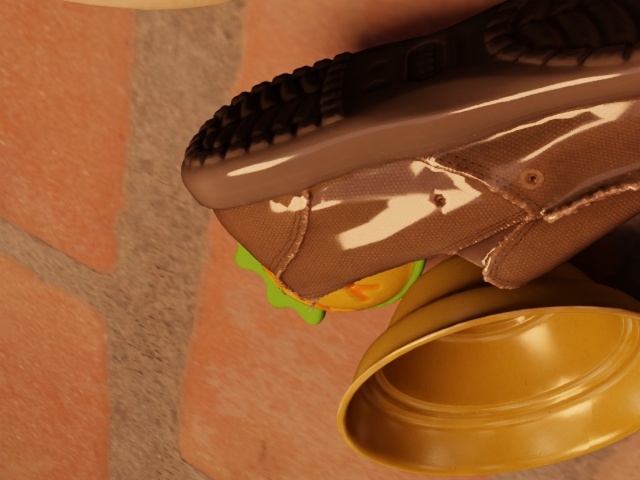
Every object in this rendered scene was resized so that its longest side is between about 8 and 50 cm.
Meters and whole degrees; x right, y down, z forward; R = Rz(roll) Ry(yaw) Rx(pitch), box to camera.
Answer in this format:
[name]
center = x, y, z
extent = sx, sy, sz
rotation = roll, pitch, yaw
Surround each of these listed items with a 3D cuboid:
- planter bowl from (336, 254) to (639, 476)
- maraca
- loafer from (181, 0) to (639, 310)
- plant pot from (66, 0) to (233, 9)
[planter bowl]
center = 0.113, 0.066, 0.559
extent = 0.217, 0.090, 0.217
rotation = -5, 143, -3
[maraca]
center = 0.000, 0.000, 0.610
extent = 0.127, 0.099, 0.186
rotation = 53, 140, -3
[loafer]
center = 0.112, -0.052, 0.455
extent = 0.366, 0.133, 0.130
rotation = -11, 123, 24
[plant pot]
center = -0.073, -0.278, 0.342
extent = 0.334, 0.334, 0.305
rotation = 23, 143, 19
